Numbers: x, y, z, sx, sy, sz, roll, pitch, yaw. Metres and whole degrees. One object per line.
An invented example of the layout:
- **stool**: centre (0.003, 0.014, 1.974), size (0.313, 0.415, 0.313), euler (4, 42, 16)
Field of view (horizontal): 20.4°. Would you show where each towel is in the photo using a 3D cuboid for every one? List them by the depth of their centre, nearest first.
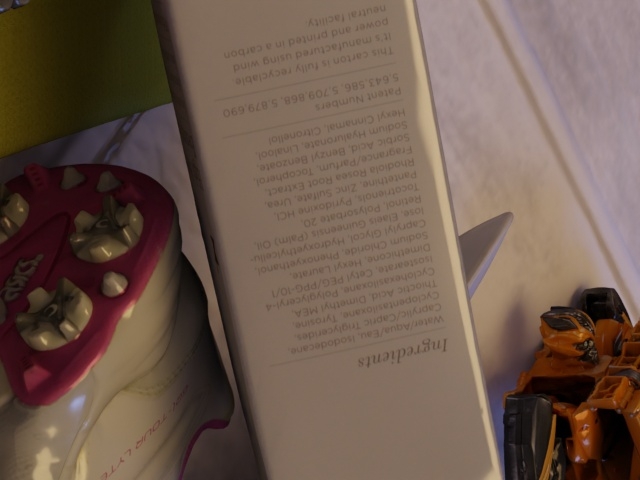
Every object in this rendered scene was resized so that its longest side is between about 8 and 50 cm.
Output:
- **towel**: centre (-0.117, -0.076, 0.619), size (0.237, 0.021, 0.102), euler (-24, 124, -46)

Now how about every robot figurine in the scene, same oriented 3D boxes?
- **robot figurine**: centre (0.172, 0.170, 0.970), size (0.211, 0.085, 0.291), euler (-44, 125, -56)

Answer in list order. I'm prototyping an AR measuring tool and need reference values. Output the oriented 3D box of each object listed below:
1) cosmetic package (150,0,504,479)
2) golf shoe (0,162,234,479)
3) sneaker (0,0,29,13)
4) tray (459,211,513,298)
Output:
- **cosmetic package**: centre (0.000, 0.000, 0.626), size (0.085, 0.117, 0.231), euler (-11, 100, -5)
- **golf shoe**: centre (-0.124, 0.121, 0.605), size (0.306, 0.115, 0.140), euler (-55, 142, -22)
- **sneaker**: centre (-0.109, -0.135, 0.525), size (0.276, 0.098, 0.135), euler (-41, 109, -41)
- **tray**: centre (-0.004, 0.109, 0.777), size (0.270, 0.030, 0.145), euler (-56, 174, -23)
